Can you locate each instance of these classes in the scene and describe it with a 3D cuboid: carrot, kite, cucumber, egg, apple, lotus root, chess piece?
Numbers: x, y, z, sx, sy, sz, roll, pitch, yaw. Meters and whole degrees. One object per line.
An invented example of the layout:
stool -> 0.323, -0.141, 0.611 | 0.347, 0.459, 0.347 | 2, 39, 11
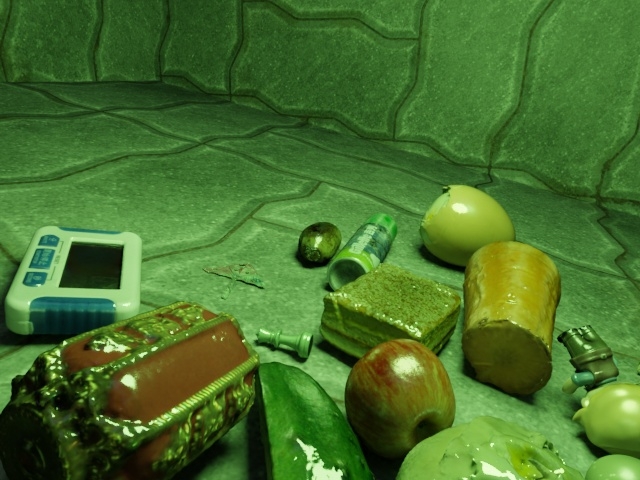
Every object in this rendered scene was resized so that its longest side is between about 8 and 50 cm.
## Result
carrot -> 0.329, 0.139, 0.889 | 0.196, 0.196, 0.254 | 20, 34, 18
kite -> -0.172, 0.075, 0.966 | 0.137, 0.005, 0.152 | 14, 23, 11
cucumber -> -0.011, 0.236, 0.560 | 0.145, 0.105, 0.325 | 5, 21, -16
egg -> 0.373, -0.030, 1.243 | 0.244, 0.201, 0.201 | 23, 23, 0
apple -> 0.103, 0.206, 0.637 | 0.146, 0.146, 0.131 | 0, 31, -27
lotus root -> 0.000, 0.000, 1.131 | 0.089, 0.080, 0.179 | 17, 22, 10
chess piece -> -0.060, 0.160, 0.789 | 0.093, 0.042, 0.042 | 9, 22, 11

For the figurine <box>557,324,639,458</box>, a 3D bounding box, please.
figurine -> 0.431, 0.226, 0.743 | 0.114, 0.108, 0.196 | -5, 48, -20

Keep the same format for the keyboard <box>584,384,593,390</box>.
keyboard -> 0.528, 0.309, 0.766 | 0.087, 0.017, 0.250 | 7, 24, -17

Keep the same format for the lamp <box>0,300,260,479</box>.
lamp -> -0.183, 0.165, 0.520 | 0.177, 0.177, 0.274 | 21, 14, 20

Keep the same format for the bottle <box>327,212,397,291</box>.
bottle -> 0.106, 0.021, 1.120 | 0.093, 0.093, 0.330 | 18, 24, 12

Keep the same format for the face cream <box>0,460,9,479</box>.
face cream -> -0.299, 0.224, 0.498 | 0.072, 0.051, 0.182 | 17, 22, 2

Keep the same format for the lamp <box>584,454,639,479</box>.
lamp -> 0.352, 0.329, 0.559 | 0.091, 0.091, 0.163 | 19, 37, 15

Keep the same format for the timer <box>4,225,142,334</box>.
timer -> -0.385, 0.064, 0.794 | 0.178, 0.078, 0.253 | 6, 25, -21

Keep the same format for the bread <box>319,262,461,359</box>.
bread -> 0.129, 0.136, 0.855 | 0.184, 0.110, 0.234 | 21, 22, 28

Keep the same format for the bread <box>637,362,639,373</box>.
bread -> 0.677, 0.272, 0.912 | 0.068, 0.028, 0.154 | -8, 29, -40

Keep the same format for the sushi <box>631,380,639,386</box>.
sushi -> 0.599, 0.279, 0.748 | 0.273, 0.134, 0.109 | 15, -5, 33

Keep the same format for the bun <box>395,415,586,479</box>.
bun -> 0.193, 0.281, 0.499 | 0.239, 0.141, 0.239 | 13, 21, -5
